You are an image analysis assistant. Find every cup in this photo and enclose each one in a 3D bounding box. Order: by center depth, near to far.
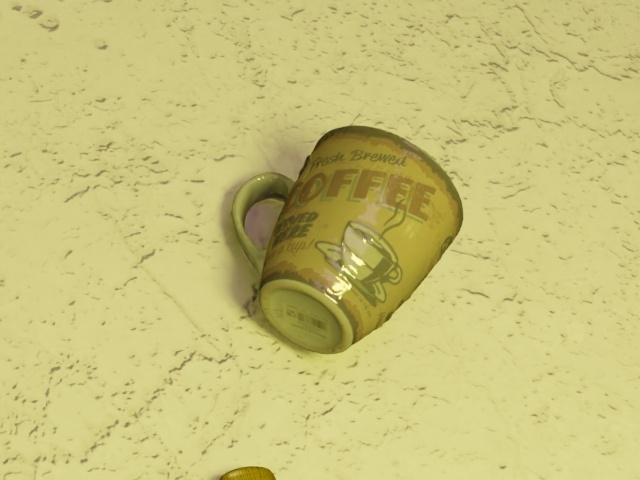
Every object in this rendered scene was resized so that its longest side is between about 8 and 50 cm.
[{"bbox_3d":[0.000,0.000,2.045,0.301,0.227,0.257,16,50,26],"label":"cup"}]

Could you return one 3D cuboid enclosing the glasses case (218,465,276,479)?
[{"bbox_3d":[-0.065,0.376,1.824,0.079,0.064,0.234,-4,59,-18],"label":"glasses case"}]
